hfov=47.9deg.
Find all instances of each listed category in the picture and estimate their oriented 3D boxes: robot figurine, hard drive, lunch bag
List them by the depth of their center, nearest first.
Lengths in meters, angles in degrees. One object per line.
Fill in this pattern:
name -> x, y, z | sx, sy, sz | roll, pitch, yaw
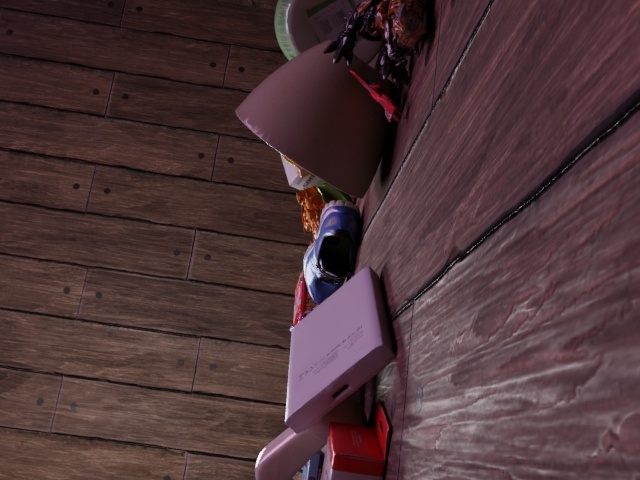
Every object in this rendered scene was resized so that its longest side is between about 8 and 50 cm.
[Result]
hard drive -> 0.027, 0.174, 1.232 | 0.203, 0.040, 0.307 | -41, 15, 13
robot figurine -> 0.000, 0.000, 2.088 | 0.211, 0.085, 0.291 | -121, 19, -57
lunch bag -> -0.029, 0.256, 2.446 | 0.293, 0.120, 0.258 | 101, 173, -59

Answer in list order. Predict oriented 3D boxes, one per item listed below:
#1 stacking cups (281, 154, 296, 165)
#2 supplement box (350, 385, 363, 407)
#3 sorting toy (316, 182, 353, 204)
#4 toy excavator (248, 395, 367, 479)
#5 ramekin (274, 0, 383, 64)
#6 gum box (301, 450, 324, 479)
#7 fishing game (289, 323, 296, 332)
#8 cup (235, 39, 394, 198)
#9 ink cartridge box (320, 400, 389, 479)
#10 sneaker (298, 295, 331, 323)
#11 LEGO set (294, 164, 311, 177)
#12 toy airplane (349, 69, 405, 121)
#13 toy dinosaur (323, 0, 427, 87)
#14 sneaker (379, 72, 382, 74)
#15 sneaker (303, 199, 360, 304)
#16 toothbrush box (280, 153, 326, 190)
stacking cups -> 0.014, -0.331, 1.976 | 0.316, 0.096, 0.096 | -49, -16, -31
supplement box -> 0.026, 0.280, 1.368 | 0.080, 0.104, 0.188 | 101, 176, -47
sorting toy -> 0.067, -0.138, 2.128 | 0.126, 0.127, 0.365 | -49, -10, -28
toy excavator -> -0.079, 0.502, 1.290 | 0.222, 0.433, 0.445 | -87, -22, -62
ramekin -> 0.033, -0.581, 1.925 | 0.148, 0.303, 0.303 | -113, 31, -71
gum box -> -0.025, 0.639, 1.918 | 0.184, 0.041, 0.157 | 117, 162, -78
fishing game -> -0.014, 0.290, 1.894 | 0.041, 0.189, 0.264 | -37, -10, -17
cup -> 0.021, -0.279, 1.525 | 0.237, 0.331, 0.331 | -55, 9, 13
ink cartridge box -> 0.043, 0.363, 1.077 | 0.134, 0.078, 0.231 | -116, 35, -84
sneaker -> 0.002, 0.221, 1.918 | 0.299, 0.112, 0.120 | 108, 170, -68
LEGO set -> 0.054, -0.227, 1.898 | 0.287, 0.132, 0.107 | -53, -18, -28
toy airplane -> 0.114, -0.266, 1.344 | 0.028, 0.151, 0.151 | -41, 15, 13
toy dinosaur -> 0.137, -0.405, 1.287 | 0.218, 0.164, 0.322 | -59, -1, 41
sneaker -> 0.134, -0.363, 1.762 | 0.069, 0.038, 0.098 | -92, 11, -69
sneaker -> 0.021, 0.057, 1.872 | 0.147, 0.130, 0.330 | -81, 2, -48
toothbrush box -> -0.015, -0.308, 2.196 | 0.216, 0.126, 0.295 | -50, 35, 27
